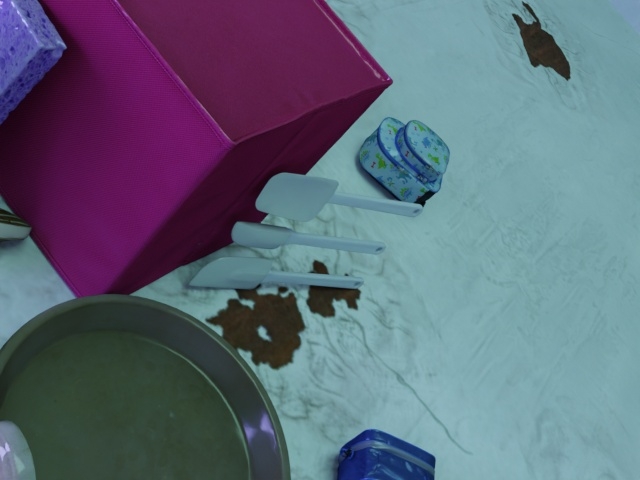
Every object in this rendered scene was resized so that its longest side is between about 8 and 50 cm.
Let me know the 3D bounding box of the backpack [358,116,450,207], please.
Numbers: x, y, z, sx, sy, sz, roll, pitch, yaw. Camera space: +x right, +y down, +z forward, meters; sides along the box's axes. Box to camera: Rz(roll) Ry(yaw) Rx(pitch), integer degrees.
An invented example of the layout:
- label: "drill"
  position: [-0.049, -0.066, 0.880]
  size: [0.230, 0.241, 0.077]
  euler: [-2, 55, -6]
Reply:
- label: "backpack"
  position: [0.118, -0.115, 1.126]
  size: [0.114, 0.084, 0.105]
  euler: [36, 38, -10]

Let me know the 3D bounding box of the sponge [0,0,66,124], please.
- label: "sponge"
  position: [-0.301, -0.131, 0.659]
  size: [0.117, 0.210, 0.031]
  euler: [56, 25, 10]

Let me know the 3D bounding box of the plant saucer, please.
- label: "plant saucer"
  position: [-0.146, 0.172, 0.671]
  size: [0.278, 0.041, 0.277]
  euler: [25, 43, -26]

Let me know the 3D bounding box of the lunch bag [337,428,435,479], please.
- label: "lunch bag"
  position: [0.061, 0.226, 0.798]
  size: [0.098, 0.067, 0.065]
  euler: [30, 42, -18]

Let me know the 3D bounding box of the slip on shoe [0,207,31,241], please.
- label: "slip on shoe"
  position: [-0.308, -0.009, 0.687]
  size: [0.051, 0.041, 0.135]
  euler: [32, 13, 28]

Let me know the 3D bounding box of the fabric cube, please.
- label: "fabric cube"
  position: [-0.144, -0.137, 0.769]
  size: [0.254, 0.258, 0.259]
  euler: [51, 39, 7]

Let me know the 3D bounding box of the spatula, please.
- label: "spatula"
  position: [0.000, 0.000, 0.860]
  size: [0.242, 0.168, 0.019]
  euler: [7, 40, -44]

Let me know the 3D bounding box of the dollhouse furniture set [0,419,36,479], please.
- label: "dollhouse furniture set"
  position: [-0.369, 0.015, 0.436]
  size: [0.362, 0.256, 0.394]
  euler: [-2, 59, -43]
